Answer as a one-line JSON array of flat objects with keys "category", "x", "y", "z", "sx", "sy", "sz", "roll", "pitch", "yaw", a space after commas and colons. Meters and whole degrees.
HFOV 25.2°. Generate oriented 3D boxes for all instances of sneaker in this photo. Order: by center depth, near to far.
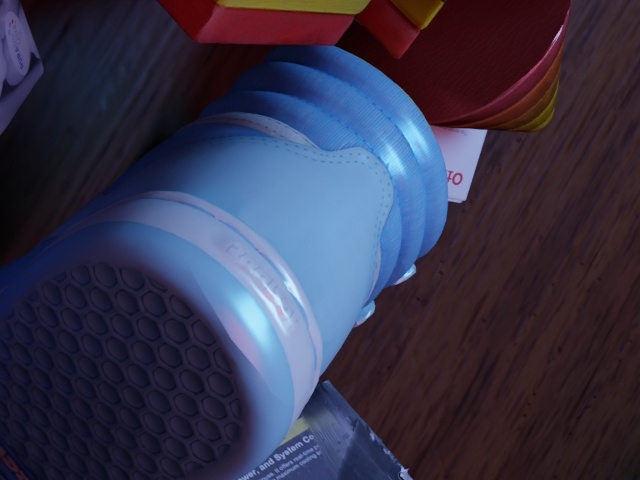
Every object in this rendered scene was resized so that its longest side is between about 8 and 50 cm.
[{"category": "sneaker", "x": -0.068, "y": 0.025, "z": 0.611, "sx": 0.127, "sy": 0.319, "sz": 0.208, "roll": 56, "pitch": 49, "yaw": -12}]

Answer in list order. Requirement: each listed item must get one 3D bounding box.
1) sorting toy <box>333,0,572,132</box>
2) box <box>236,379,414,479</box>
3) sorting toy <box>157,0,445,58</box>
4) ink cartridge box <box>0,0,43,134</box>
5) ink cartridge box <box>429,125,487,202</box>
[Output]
[{"category": "sorting toy", "x": 0.000, "y": 0.000, "z": 0.723, "sx": 0.365, "sy": 0.127, "sz": 0.126, "roll": -46, "pitch": 144, "yaw": 6}, {"category": "box", "x": -0.058, "y": 0.285, "z": 0.664, "sx": 0.395, "sy": 0.318, "sz": 0.097, "roll": -29, "pitch": 153, "yaw": -28}, {"category": "sorting toy", "x": -0.025, "y": -0.174, "z": 0.559, "sx": 0.089, "sy": 0.257, "sz": 0.255, "roll": -50, "pitch": 161, "yaw": 26}, {"category": "ink cartridge box", "x": -0.187, "y": -0.080, "z": 0.522, "sx": 0.206, "sy": 0.045, "sz": 0.208, "roll": 78, "pitch": 26, "yaw": -44}, {"category": "ink cartridge box", "x": 0.052, "y": -0.089, "z": 0.790, "sx": 0.088, "sy": 0.052, "sz": 0.122, "roll": 10, "pitch": 99, "yaw": -39}]
